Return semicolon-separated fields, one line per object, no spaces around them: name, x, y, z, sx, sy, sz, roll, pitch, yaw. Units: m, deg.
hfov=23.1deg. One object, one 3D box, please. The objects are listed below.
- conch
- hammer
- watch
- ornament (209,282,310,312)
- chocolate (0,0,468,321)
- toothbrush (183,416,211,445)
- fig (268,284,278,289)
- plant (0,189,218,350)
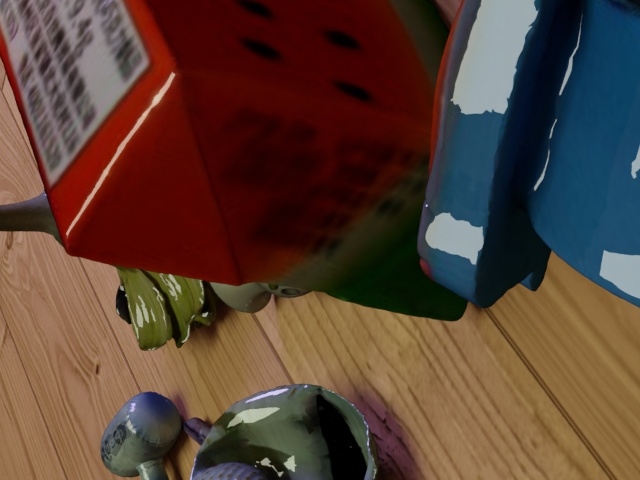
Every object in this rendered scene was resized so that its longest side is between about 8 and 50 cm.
conch;-0.022;0.225;1.311;0.200;0.131;0.172;-5;45;23
hammer;-0.172;0.263;1.664;0.116;0.069;0.194;-50;56;49
watch;0.224;-0.057;0.801;0.274;0.305;0.241;24;118;27
ornament;-0.041;0.019;1.414;0.075;0.081;0.156;46;152;-9
chocolate;-0.053;-0.130;1.172;0.161;0.341;0.360;-56;41;31
toothbrush;-0.050;0.242;1.473;0.354;0.024;0.029;29;123;57
fig;0.000;0.000;1.311;0.082;0.098;0.084;-103;6;-59
plant;-0.217;-0.011;1.620;0.306;0.297;0.261;34;151;39
